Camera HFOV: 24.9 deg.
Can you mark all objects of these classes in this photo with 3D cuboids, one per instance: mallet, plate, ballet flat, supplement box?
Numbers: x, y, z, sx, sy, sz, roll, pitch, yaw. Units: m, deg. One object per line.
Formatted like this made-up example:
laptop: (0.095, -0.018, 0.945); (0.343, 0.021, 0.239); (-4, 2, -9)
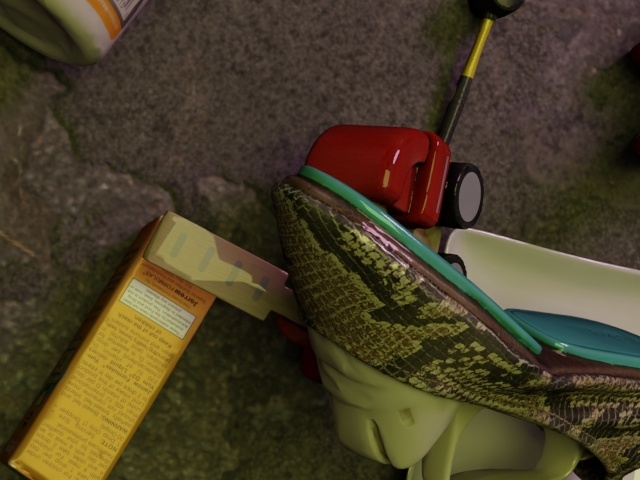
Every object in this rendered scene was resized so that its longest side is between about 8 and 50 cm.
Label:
mallet: (0.133, -0.155, 1.323); (0.039, 0.062, 0.189); (22, 92, -14)
plate: (0.212, 0.150, 1.304); (0.278, 0.045, 0.277); (13, 80, -17)
ballet flat: (0.116, 0.108, 1.103); (0.483, 0.164, 0.182); (25, 95, -43)
supplement box: (-0.164, 0.098, 1.167); (0.080, 0.078, 0.233); (32, 74, -12)

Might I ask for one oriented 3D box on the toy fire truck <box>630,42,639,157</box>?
toy fire truck: (0.403, -0.161, 1.264); (0.302, 0.254, 0.169); (-36, 88, 16)

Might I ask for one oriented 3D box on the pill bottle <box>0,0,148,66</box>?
pill bottle: (-0.167, -0.291, 1.168); (0.162, 0.162, 0.278); (37, 73, -11)

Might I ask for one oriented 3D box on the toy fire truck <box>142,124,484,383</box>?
toy fire truck: (0.000, 0.000, 1.158); (0.246, 0.158, 0.217); (28, 71, -57)
